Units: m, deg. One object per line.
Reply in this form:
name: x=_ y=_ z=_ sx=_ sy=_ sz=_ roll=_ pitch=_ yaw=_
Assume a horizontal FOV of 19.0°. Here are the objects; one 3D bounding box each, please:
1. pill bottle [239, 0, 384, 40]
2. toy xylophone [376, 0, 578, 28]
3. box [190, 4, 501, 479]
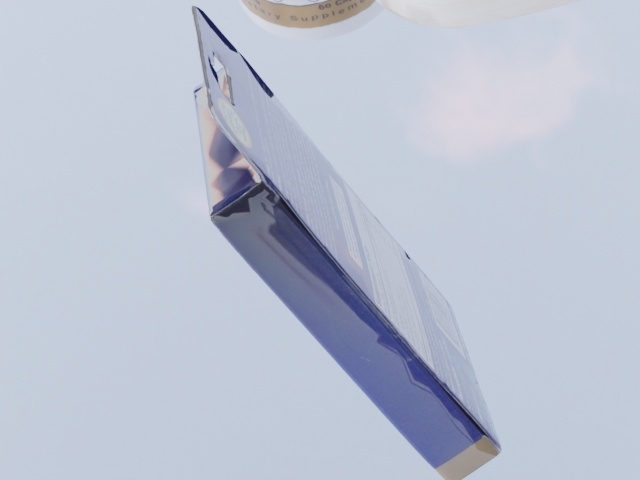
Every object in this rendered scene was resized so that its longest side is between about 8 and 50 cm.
pill bottle: x=-0.019 y=-0.259 z=1.367 sx=0.131 sy=0.229 sz=0.131 roll=-5 pitch=-123 yaw=8
toy xylophone: x=0.130 y=-0.166 z=0.600 sx=0.322 sy=0.236 sz=0.081 roll=-10 pitch=-114 yaw=-1
box: x=0.000 y=0.000 z=0.906 sx=0.036 sy=0.225 sz=0.136 roll=-34 pitch=-153 yaw=11
